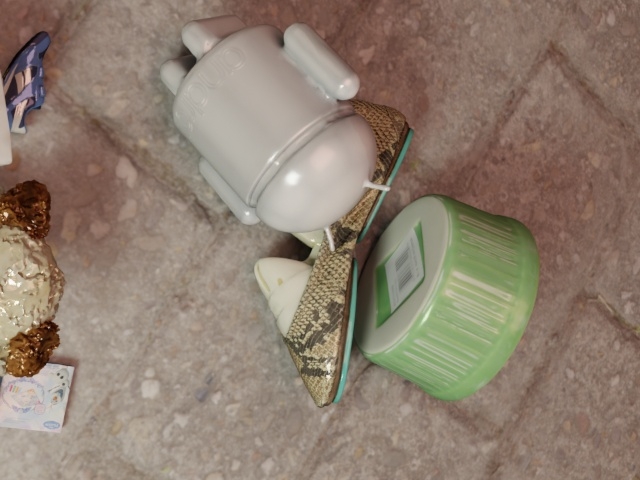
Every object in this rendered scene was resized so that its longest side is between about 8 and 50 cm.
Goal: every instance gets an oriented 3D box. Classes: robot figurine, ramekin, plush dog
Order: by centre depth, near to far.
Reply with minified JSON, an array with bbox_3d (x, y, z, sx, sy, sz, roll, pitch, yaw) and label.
[{"bbox_3d":[-0.397,0.046,1.019,0.210,0.225,0.263,-5,90,-66],"label":"plush dog"},{"bbox_3d":[-0.063,-0.153,1.220,0.353,0.300,0.199,47,40,11],"label":"robot figurine"},{"bbox_3d":[0.176,0.077,1.348,0.148,0.303,0.304,25,77,-20],"label":"ramekin"}]

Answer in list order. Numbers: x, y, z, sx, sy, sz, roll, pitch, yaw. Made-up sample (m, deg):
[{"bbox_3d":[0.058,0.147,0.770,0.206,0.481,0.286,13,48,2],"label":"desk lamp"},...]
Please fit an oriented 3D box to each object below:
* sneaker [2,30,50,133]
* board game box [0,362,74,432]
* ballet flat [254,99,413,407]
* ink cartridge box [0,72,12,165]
[{"bbox_3d":[-0.387,-0.206,1.164,0.059,0.053,0.144,29,84,-26],"label":"sneaker"},{"bbox_3d":[-0.382,0.205,1.175,0.090,0.020,0.090,14,81,-29],"label":"board game box"},{"bbox_3d":[0.000,0.000,1.343,0.181,0.164,0.483,18,73,-7],"label":"ballet flat"},{"bbox_3d":[-0.509,-0.119,0.946,0.283,0.207,0.117,-12,96,-55],"label":"ink cartridge box"}]
